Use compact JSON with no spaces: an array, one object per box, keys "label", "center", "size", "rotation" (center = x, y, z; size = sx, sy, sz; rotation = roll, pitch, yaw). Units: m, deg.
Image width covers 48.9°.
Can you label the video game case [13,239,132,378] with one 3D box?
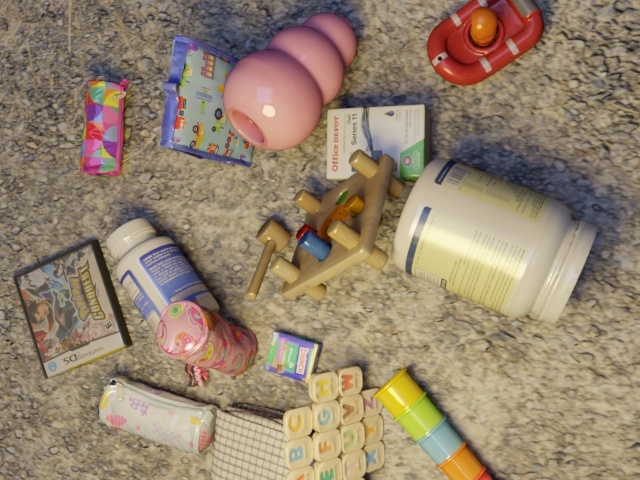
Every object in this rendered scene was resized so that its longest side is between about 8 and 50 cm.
[{"label":"video game case","center":[-0.609,0.170,1.720],"size":[0.248,0.035,0.275],"rotation":[-22,83,16]}]

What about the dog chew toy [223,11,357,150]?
[{"label":"dog chew toy","center":[-0.046,-0.342,1.451],"size":[0.206,0.206,0.332],"rotation":[35,69,15]}]

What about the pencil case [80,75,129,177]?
[{"label":"pencil case","center":[-0.511,-0.267,1.664],"size":[0.104,0.104,0.236],"rotation":[6,93,17]}]

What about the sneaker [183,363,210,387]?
[{"label":"sneaker","center":[-0.296,0.283,1.619],"size":[0.057,0.047,0.119],"rotation":[-16,83,28]}]

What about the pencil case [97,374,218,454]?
[{"label":"pencil case","center":[-0.365,0.393,1.599],"size":[0.273,0.113,0.124],"rotation":[14,116,16]}]

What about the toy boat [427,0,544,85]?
[{"label":"toy boat","center":[0.317,-0.410,1.377],"size":[0.231,0.151,0.151],"rotation":[-34,79,14]}]

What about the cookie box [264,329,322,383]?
[{"label":"cookie box","center":[-0.059,0.254,1.543],"size":[0.107,0.040,0.092],"rotation":[14,93,16]}]

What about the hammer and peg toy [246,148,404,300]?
[{"label":"hammer and peg toy","center":[0.000,0.000,1.409],"size":[0.127,0.266,0.361],"rotation":[35,138,-22]}]

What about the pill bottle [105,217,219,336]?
[{"label":"pill bottle","center":[-0.362,0.087,1.583],"size":[0.152,0.152,0.272],"rotation":[-40,78,13]}]

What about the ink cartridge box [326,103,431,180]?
[{"label":"ink cartridge box","center":[0.120,-0.199,1.469],"size":[0.208,0.087,0.153],"rotation":[0,89,18]}]

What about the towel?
[{"label":"towel","center":[-0.096,0.487,1.498],"size":[0.284,0.121,0.235],"rotation":[7,90,30]}]

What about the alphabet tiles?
[{"label":"alphabet tiles","center":[0.037,0.398,1.400],"size":[0.021,0.278,0.284],"rotation":[-4,88,46]}]

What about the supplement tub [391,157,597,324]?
[{"label":"supplement tub","center":[0.323,0.003,1.326],"size":[0.325,0.235,0.235],"rotation":[24,96,16]}]

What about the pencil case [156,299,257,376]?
[{"label":"pencil case","center":[-0.234,0.211,1.476],"size":[0.124,0.284,0.124],"rotation":[-5,71,15]}]

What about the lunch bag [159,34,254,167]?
[{"label":"lunch bag","center":[-0.241,-0.286,1.475],"size":[0.138,0.293,0.221],"rotation":[11,92,17]}]

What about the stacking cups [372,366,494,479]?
[{"label":"stacking cups","center":[0.247,0.402,1.423],"size":[0.316,0.096,0.096],"rotation":[46,102,11]}]
